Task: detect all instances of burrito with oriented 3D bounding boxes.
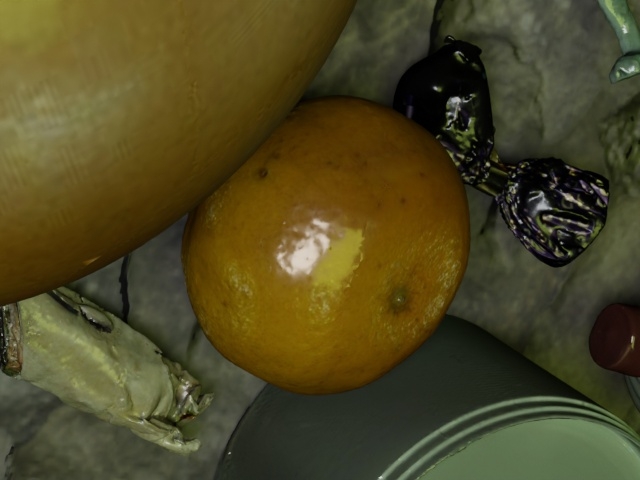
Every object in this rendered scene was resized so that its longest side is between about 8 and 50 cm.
[{"bbox_3d":[-0.116,0.063,0.820,0.149,0.041,0.055,37,75,-29],"label":"burrito"}]

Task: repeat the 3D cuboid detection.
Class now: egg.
[{"bbox_3d":[-0.131,-0.127,0.604,0.351,0.282,0.282,-41,121,-12],"label":"egg"}]

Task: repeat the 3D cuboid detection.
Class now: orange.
[{"bbox_3d":[0.000,0.000,0.815,0.154,0.134,0.155,-31,139,-31],"label":"orange"}]

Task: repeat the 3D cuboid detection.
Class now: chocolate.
[{"bbox_3d":[0.095,-0.049,0.890,0.147,0.070,0.072,41,96,-22],"label":"chocolate"}]

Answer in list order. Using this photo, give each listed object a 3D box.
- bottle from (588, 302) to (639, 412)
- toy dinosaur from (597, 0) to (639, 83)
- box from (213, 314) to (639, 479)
[{"bbox_3d":[0.269,0.076,0.991,0.245,0.104,0.104,11,102,-30],"label":"bottle"},{"bbox_3d":[0.218,-0.141,0.905,0.383,0.076,0.129,13,81,-38],"label":"toy dinosaur"},{"bbox_3d":[0.068,0.169,0.890,0.226,0.149,0.226,-9,111,-24],"label":"box"}]
